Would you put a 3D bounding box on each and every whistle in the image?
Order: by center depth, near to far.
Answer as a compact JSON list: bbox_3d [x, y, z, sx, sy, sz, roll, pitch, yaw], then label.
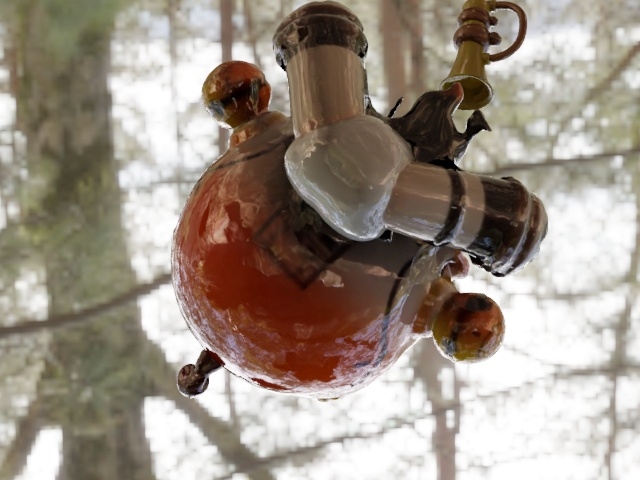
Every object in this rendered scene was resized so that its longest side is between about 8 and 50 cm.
[{"bbox_3d":[0.135,-0.166,1.254,0.046,0.109,0.057,34,146,-29],"label":"whistle"}]

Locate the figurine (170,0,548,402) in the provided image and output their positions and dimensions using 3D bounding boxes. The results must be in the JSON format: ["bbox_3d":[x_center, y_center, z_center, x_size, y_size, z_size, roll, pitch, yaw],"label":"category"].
[{"bbox_3d":[-0.002,0.001,1.181,0.196,0.320,0.323,-36,166,-41],"label":"figurine"}]
